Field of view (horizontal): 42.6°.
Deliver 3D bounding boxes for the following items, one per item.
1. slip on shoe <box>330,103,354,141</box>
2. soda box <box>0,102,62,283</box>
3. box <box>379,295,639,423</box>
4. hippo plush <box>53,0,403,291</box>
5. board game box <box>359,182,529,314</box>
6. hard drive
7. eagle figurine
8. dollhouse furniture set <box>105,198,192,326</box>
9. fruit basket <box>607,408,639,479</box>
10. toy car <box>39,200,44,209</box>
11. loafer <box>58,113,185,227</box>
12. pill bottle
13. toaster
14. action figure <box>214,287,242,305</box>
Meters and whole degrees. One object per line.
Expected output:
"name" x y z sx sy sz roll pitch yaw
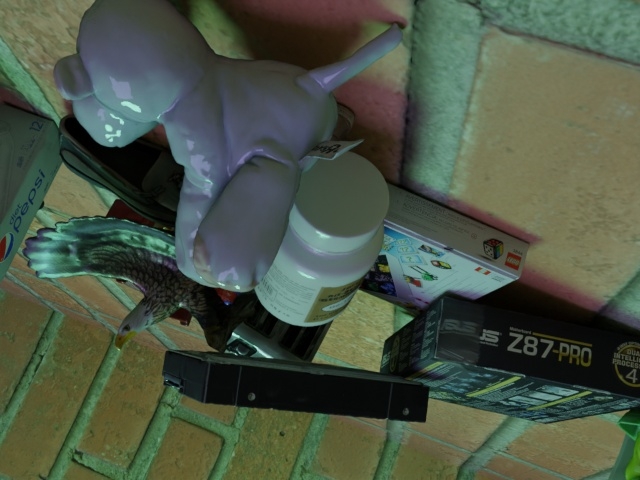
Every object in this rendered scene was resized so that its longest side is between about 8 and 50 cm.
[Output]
"slip on shoe" -0.003 -0.105 0.888 0.051 0.041 0.135 27 161 -15
"soda box" -0.480 -0.050 1.205 0.091 0.287 0.098 19 162 4
"box" 0.280 0.198 1.255 0.318 0.097 0.395 11 163 -4
"hippo plush" -0.124 -0.099 0.738 0.236 0.235 0.294 27 162 -16
"board game box" 0.122 0.026 1.096 0.192 0.053 0.305 23 162 -6
"hard drive" -0.042 0.211 1.211 0.338 0.064 0.237 9 173 -23
"eagle figurine" -0.240 0.047 1.155 0.298 0.225 0.226 40 131 -2
"dollhouse furniture set" -0.200 0.053 1.389 0.373 0.152 0.201 9 158 36
"fruit basket" 0.493 0.336 1.074 0.165 0.353 0.327 45 156 -17
"toy car" -0.530 -0.115 1.321 0.188 0.155 0.149 16 164 -12
"loafer" -0.244 -0.094 1.129 0.267 0.096 0.084 23 156 5
"pill bottle" 0.000 0.000 0.921 0.131 0.131 0.229 23 152 -1
"toaster" -0.077 0.154 1.521 0.168 0.186 0.110 34 157 -11
"action figure" -0.195 0.134 1.706 0.280 0.092 0.139 30 152 -22
